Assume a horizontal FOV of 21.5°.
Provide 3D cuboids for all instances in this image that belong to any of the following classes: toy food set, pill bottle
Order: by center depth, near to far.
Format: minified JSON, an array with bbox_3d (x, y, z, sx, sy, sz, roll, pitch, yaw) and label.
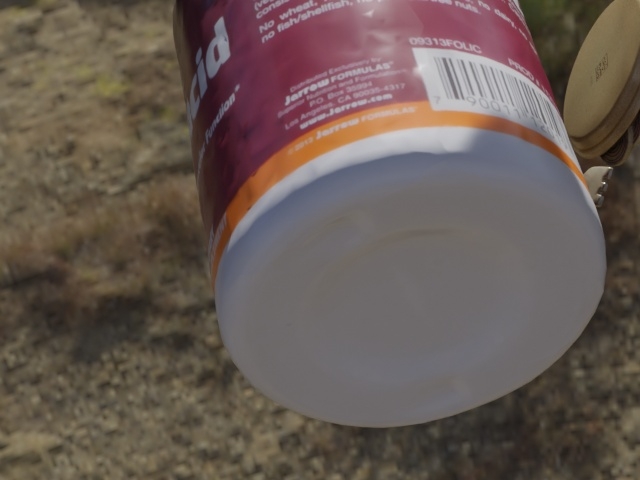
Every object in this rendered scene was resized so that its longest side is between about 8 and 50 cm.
[{"bbox_3d":[0.024,-0.098,1.064,0.224,0.224,0.392,-12,46,0],"label":"pill bottle"},{"bbox_3d":[0.209,-0.111,1.139,0.039,0.192,0.132,19,-1,-15],"label":"toy food set"}]
